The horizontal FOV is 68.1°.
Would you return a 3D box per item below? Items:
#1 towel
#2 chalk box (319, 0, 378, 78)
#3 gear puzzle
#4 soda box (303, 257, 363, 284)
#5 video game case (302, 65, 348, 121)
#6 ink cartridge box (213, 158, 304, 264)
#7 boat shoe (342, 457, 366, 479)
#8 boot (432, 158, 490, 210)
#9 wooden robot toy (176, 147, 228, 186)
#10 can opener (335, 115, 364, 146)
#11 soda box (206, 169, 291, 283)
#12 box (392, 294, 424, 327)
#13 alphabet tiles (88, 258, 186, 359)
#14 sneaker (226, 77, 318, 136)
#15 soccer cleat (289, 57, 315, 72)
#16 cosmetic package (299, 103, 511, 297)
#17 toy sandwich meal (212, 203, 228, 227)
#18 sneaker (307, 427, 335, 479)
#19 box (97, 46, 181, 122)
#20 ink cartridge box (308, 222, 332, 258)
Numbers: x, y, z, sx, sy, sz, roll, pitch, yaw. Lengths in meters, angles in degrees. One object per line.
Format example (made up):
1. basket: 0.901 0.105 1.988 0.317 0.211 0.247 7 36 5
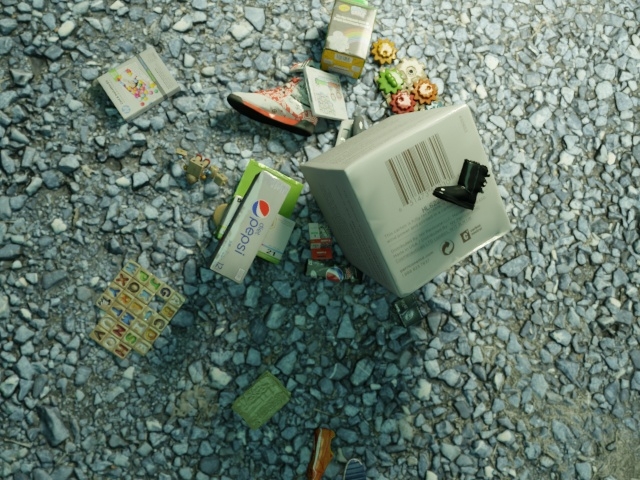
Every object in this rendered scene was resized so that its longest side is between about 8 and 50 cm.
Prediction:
1. towel: -0.166 0.453 1.341 0.148 0.027 0.110 -43 91 -9
2. chalk box: 0.087 -0.624 1.424 0.132 0.132 0.213 14 82 -4
3. gear puzzle: 0.272 -0.488 1.471 0.175 0.044 0.339 -29 88 -8
4. soda box: 0.038 0.091 1.382 0.168 0.060 0.054 9 87 -5
5. video game case: 0.017 -0.430 1.402 0.157 0.019 0.143 -7 83 -51
6. ink cartridge box: -0.163 -0.086 1.342 0.188 0.097 0.255 25 83 -16
7. boat shoe: 0.092 0.692 1.325 0.066 0.066 0.183 -2 90 -4
8. boot: 0.302 -0.125 1.011 0.121 0.045 0.099 15 98 -26
9. wooden robot toy: -0.354 -0.196 1.378 0.173 0.076 0.079 29 117 -3
10. can opener: 0.071 -0.230 1.399 0.075 0.095 0.284 14 83 -5
11. soda box: -0.187 -0.035 1.231 0.091 0.098 0.287 29 80 -17
12. box: 0.261 0.209 1.415 0.067 0.018 0.083 -25 88 -8
13. alphabet tiles: -0.530 0.204 1.336 0.198 0.009 0.237 36 81 -2
14. sneaker: -0.129 -0.419 1.402 0.269 0.090 0.145 19 82 -7
15. soccer cleat: -0.056 -0.528 1.449 0.083 0.029 0.036 -28 84 -13
16. cosmetic package: 0.196 -0.117 1.213 0.329 0.393 0.328 -30 107 -8
17. toy sandwich meal: -0.271 -0.068 1.382 0.085 0.029 0.086 0 84 -2
18. sneaker: 0.004 0.618 1.327 0.067 0.064 0.175 15 86 -14
19. box: -0.529 -0.456 1.387 0.186 0.038 0.145 -34 88 -7
20. ink cartridge box: 0.000 0.000 1.375 0.062 0.029 0.115 -2 52 -7
